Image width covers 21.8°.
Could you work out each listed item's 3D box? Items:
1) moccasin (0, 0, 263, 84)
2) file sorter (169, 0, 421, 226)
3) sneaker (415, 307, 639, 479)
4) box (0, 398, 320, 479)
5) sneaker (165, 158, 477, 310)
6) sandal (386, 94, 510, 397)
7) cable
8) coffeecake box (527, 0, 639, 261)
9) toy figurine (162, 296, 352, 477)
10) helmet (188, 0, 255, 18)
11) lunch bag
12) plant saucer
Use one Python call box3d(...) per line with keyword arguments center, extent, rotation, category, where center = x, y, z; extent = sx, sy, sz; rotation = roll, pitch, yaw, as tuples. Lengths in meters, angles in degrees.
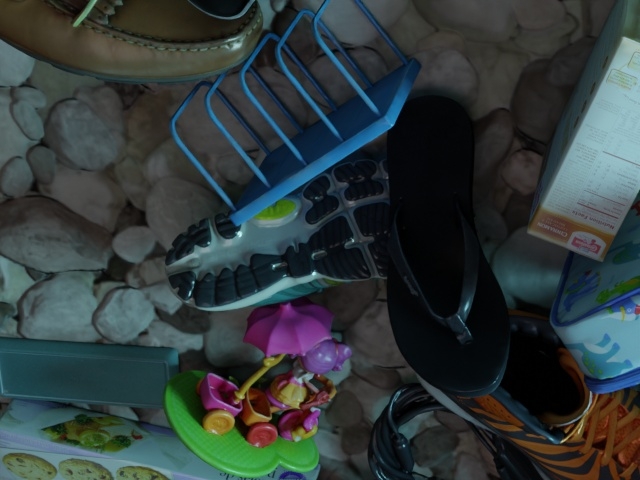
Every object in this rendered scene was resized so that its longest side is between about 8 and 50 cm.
box3d(center=(-0.223, -0.242, 1.337), extent=(0.380, 0.139, 0.147), rotation=(27, 133, 7), category="moccasin")
box3d(center=(-0.023, -0.115, 1.369), extent=(0.170, 0.118, 0.104), rotation=(-31, 107, 28), category="file sorter")
box3d(center=(0.228, 0.160, 1.429), extent=(0.321, 0.180, 0.124), rotation=(27, 83, -5), category="sneaker")
box3d(center=(-0.164, 0.228, 1.653), extent=(0.324, 0.063, 0.067), rotation=(13, 124, 6), category="box")
box3d(center=(0.000, 0.000, 1.456), extent=(0.275, 0.110, 0.107), rotation=(-11, 78, 6), category="sneaker")
box3d(center=(0.093, 0.004, 1.362), extent=(0.097, 0.054, 0.254), rotation=(-12, 78, 10), category="sandal")
box3d(center=(0.120, 0.207, 1.587), extent=(0.150, 0.047, 0.184), rotation=(-28, 114, 33), category="cable")
box3d(center=(0.232, -0.101, 1.299), extent=(0.068, 0.142, 0.185), rotation=(22, 125, 0), category="coffeecake box")
box3d(center=(-0.032, 0.125, 1.534), extent=(0.173, 0.130, 0.159), rotation=(22, 121, -28), category="toy figurine")
box3d(center=(-0.035, -0.256, 1.256), extent=(0.161, 0.169, 0.169), rotation=(-16, 118, 41), category="helmet")
box3d(center=(0.275, 0.023, 1.322), extent=(0.176, 0.219, 0.090), rotation=(-27, 106, 26), category="lunch bag")
box3d(center=(-0.232, 0.133, 1.633), extent=(0.192, 0.018, 0.067), rotation=(3, 114, 13), category="plant saucer")
